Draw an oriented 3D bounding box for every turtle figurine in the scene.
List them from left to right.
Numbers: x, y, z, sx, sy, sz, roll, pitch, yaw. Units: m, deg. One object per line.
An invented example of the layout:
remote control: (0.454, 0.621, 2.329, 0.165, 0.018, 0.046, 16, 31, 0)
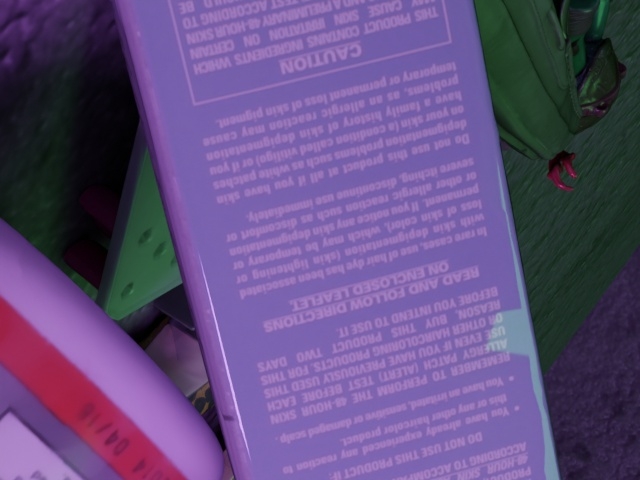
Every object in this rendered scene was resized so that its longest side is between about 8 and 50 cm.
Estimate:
turtle figurine: (0.180, -0.139, 1.058, 0.234, 0.118, 0.175, 101, 6, -56)

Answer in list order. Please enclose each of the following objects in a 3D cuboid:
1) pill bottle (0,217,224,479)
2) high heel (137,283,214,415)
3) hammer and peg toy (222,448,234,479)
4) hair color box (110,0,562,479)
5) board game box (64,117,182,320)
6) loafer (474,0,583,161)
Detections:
pill bottle: (-0.231, 0.161, 0.572, 0.363, 0.210, 0.210, -47, 160, -15)
high heel: (-0.145, 0.139, 0.921, 0.261, 0.093, 0.186, -47, 167, -9)
hammer and peg toy: (0.013, 0.142, 1.211, 0.361, 0.127, 0.266, -50, 158, -8)
hair color box: (0.000, 0.000, 0.523, 0.113, 0.375, 0.185, -14, -164, -6)
board game box: (0.026, -0.175, 0.807, 0.390, 0.050, 0.390, -33, 153, -44)
loafer: (0.115, -0.133, 0.830, 0.111, 0.112, 0.319, -49, 158, 6)
